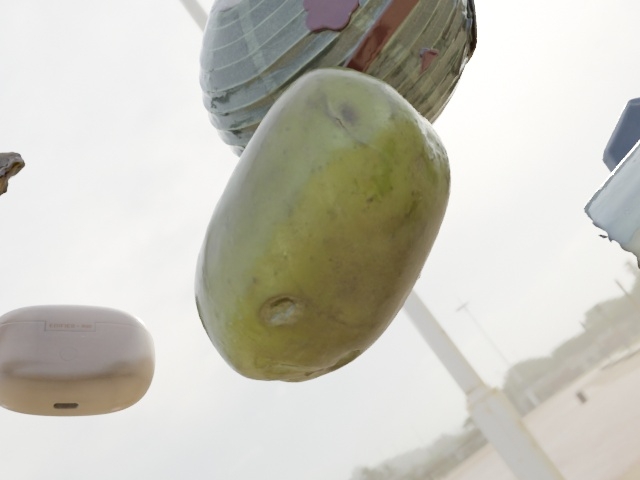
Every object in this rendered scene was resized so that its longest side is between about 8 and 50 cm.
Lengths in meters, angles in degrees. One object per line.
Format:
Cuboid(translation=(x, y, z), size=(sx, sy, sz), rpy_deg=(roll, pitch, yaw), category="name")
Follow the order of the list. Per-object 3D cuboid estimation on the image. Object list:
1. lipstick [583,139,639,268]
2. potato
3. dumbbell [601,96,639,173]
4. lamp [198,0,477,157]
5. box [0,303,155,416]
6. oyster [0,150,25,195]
Cuboid(translation=(0.225, -0.096, 0.413), size=(0.264, 0.059, 0.059), rpy_deg=(-52, -19, 16), category="lipstick")
Cuboid(translation=(0.001, -0.001, 0.650), size=(0.228, 0.149, 0.197), rpy_deg=(-58, -2, 5), category="potato")
Cuboid(translation=(0.517, -0.096, 1.232), size=(0.316, 0.156, 0.143), rpy_deg=(13, -46, -44), category="dumbbell")
Cuboid(translation=(0.019, -0.171, 0.837), size=(0.265, 0.233, 0.233), rpy_deg=(-53, -17, 3), category="lamp")
Cuboid(translation=(-0.295, 0.139, 1.076), size=(0.200, 0.146, 0.088), rpy_deg=(3, -53, -15), category="box")
Cuboid(translation=(-0.408, 0.033, 0.852), size=(0.345, 0.129, 0.078), rpy_deg=(-46, -55, -27), category="oyster")
